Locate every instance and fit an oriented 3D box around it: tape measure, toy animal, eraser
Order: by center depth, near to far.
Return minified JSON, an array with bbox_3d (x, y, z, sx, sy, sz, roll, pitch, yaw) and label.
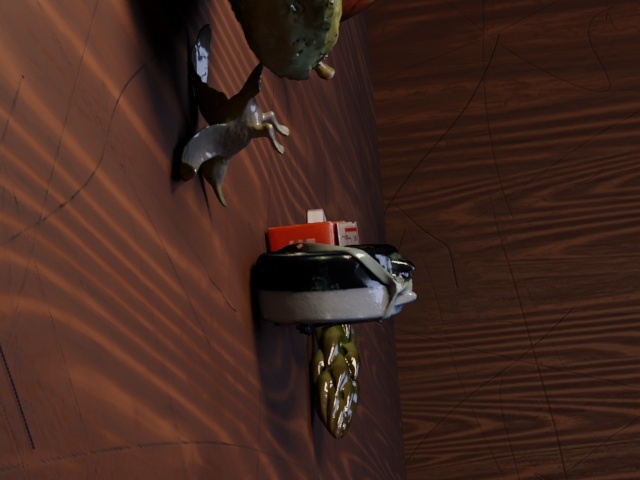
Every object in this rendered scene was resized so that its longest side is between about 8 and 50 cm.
[{"bbox_3d":[-0.081,-0.096,1.320,0.219,0.095,0.155,-86,163,-52],"label":"toy animal"},{"bbox_3d":[0.013,0.053,1.588,0.182,0.181,0.107,-166,-110,-79],"label":"tape measure"},{"bbox_3d":[0.000,0.000,2.134,0.105,0.026,0.065,72,16,-60],"label":"eraser"}]

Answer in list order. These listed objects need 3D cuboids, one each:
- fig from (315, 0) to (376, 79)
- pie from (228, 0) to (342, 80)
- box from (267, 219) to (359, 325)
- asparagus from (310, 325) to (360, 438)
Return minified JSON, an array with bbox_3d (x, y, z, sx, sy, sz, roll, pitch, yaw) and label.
[{"bbox_3d":[-0.018,-0.360,1.875,0.249,0.186,0.204,-54,170,28],"label":"fig"},{"bbox_3d":[-0.068,-0.369,1.277,0.395,0.180,0.418,-92,170,-75],"label":"pie"},{"bbox_3d":[-0.004,0.040,1.774,0.182,0.099,0.133,3,83,-82],"label":"box"},{"bbox_3d":[0.021,0.176,1.971,0.080,0.080,0.287,76,7,-45],"label":"asparagus"}]
